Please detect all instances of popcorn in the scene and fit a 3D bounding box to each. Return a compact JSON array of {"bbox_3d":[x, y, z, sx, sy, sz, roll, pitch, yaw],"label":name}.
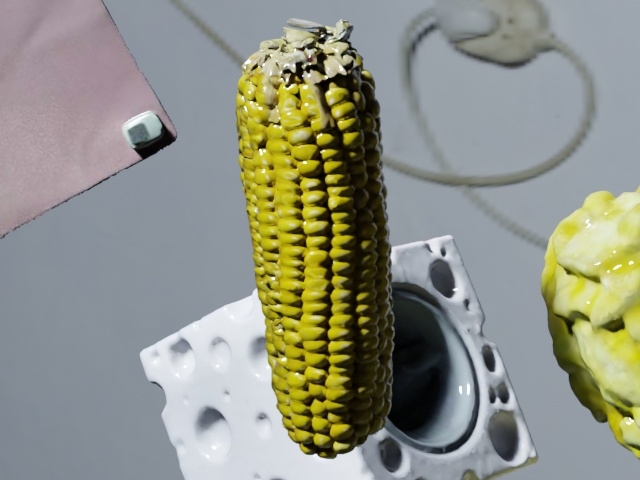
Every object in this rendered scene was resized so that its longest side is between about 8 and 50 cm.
[{"bbox_3d":[0.290,0.043,1.469,0.233,0.192,0.266,4,82,-11],"label":"popcorn"}]

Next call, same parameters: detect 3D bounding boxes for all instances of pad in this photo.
[{"bbox_3d":[-0.154,-0.097,0.824,0.113,0.006,0.188,-28,96,10],"label":"pad"}]

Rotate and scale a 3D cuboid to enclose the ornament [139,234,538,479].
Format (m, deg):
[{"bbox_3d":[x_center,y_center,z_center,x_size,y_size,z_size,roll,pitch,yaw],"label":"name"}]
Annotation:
[{"bbox_3d":[0.018,0.159,1.871,0.240,0.240,0.239,-29,78,42],"label":"ornament"}]

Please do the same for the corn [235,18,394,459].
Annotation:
[{"bbox_3d":[0.000,0.000,1.392,0.115,0.115,0.318,0,103,31],"label":"corn"}]
